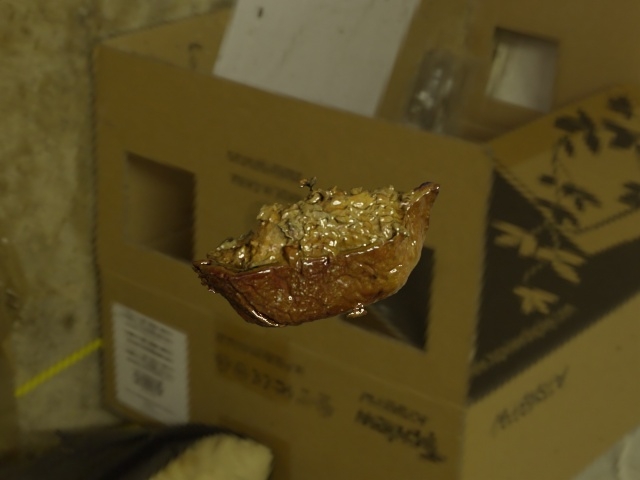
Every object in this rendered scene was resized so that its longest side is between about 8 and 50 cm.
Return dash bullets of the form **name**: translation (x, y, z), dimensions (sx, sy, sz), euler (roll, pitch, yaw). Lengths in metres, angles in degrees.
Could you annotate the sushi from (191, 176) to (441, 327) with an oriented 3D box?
- **sushi**: translation (0.001, 0.002, 0.654), dimensions (0.118, 0.061, 0.060), euler (-25, 122, -15)
